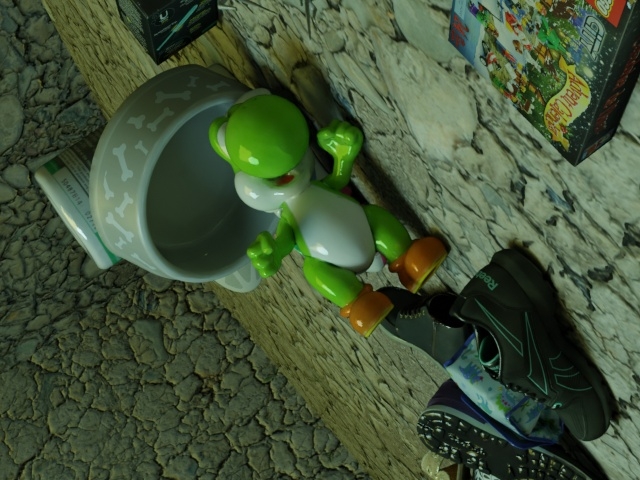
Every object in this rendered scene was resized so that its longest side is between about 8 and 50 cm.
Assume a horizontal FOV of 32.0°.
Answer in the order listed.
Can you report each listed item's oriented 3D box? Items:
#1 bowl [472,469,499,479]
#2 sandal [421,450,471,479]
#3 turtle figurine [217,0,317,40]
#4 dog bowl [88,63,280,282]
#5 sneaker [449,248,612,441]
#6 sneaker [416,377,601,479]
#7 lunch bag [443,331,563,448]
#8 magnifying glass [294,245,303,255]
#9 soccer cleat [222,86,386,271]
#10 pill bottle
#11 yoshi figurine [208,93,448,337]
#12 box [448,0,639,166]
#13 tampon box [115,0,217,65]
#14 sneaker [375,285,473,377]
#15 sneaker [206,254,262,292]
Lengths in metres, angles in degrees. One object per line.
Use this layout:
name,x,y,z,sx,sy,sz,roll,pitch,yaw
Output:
bowl,0.292,0.388,1.665,0.170,0.080,0.170,21,149,13
sandal,0.201,0.351,1.767,0.240,0.079,0.088,-64,-34,-60
turtle figurine,-0.056,-0.304,1.160,0.175,0.118,0.234,6,-148,-46
dog bowl,-0.182,-0.093,1.728,0.102,0.349,0.348,27,153,41
sneaker,0.238,0.137,1.277,0.267,0.106,0.101,57,167,-19
sneaker,0.285,0.276,1.549,0.283,0.124,0.107,29,132,11
lunch bag,0.249,0.201,1.466,0.129,0.096,0.151,40,177,40
magnifying glass,0.000,0.000,1.755,0.092,0.026,0.231,37,-166,10
soccer cleat,-0.036,-0.068,1.658,0.331,0.143,0.116,55,168,-6
pill bottle,-0.277,-0.131,1.877,0.204,0.361,0.204,51,168,15
yoshi figurine,-0.012,-0.055,1.463,0.362,0.203,0.203,45,127,9
box,0.168,-0.171,0.823,0.159,0.044,0.233,50,168,20
tampon box,-0.229,-0.358,1.638,0.101,0.120,0.161,51,168,10
sneaker,0.149,0.100,1.610,0.222,0.083,0.118,33,151,41
sneaker,-0.202,-0.014,2.384,0.257,0.169,0.447,42,161,50
